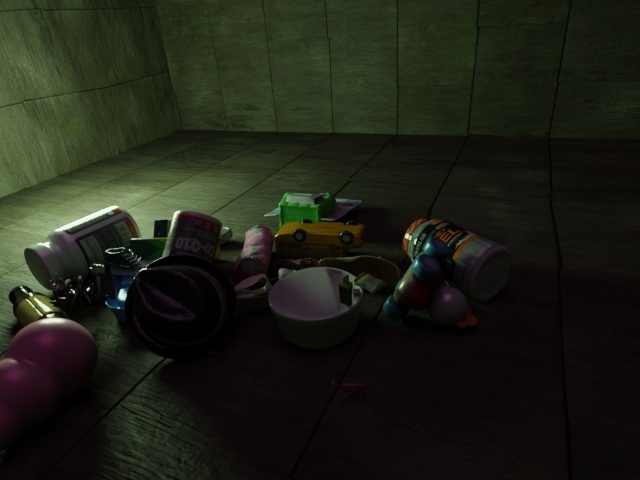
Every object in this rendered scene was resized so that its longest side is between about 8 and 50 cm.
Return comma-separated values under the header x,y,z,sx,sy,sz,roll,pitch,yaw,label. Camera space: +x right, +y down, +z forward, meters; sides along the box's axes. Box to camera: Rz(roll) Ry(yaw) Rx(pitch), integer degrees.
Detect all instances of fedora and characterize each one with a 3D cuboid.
x,y,z,sx,sy,sz,roll,pitch,yaw,label
-0.404,0.164,1.208,0.333,0.153,0.334,0,67,0,fedora

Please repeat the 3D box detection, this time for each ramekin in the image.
x,y,z,sx,sy,sz,roll,pitch,yaw,label
-0.008,0.197,1.254,0.272,0.127,0.273,-5,27,2,ramekin

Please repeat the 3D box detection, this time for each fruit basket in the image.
x,y,z,sx,sy,sz,roll,pitch,yaw,label
-0.025,-0.156,1.908,0.326,0.166,0.353,7,26,23,fruit basket

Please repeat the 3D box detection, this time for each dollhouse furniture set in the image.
x,y,z,sx,sy,sz,roll,pitch,yaw,label
0.109,0.116,1.190,0.076,0.059,0.151,21,36,39,dollhouse furniture set

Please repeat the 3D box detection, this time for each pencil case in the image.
x,y,z,sx,sy,sz,roll,pitch,yaw,label
-0.238,0.048,1.592,0.124,0.124,0.284,-4,27,3,pencil case

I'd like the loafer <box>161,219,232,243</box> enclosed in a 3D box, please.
x,y,z,sx,sy,sz,roll,pitch,yaw,label
-0.526,-0.039,1.823,0.319,0.112,0.112,0,27,10,loafer

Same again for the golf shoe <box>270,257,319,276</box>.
x,y,z,sx,sy,sz,roll,pitch,yaw,label
-0.087,0.099,1.545,0.185,0.068,0.086,-2,-7,20,golf shoe

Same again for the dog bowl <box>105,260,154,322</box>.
x,y,z,sx,sy,sz,roll,pitch,yaw,label
-0.620,0.172,1.475,0.165,0.074,0.297,-11,28,-11,dog bowl

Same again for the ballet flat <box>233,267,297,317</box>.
x,y,z,sx,sy,sz,roll,pitch,yaw,label
-0.149,0.150,1.387,0.348,0.123,0.123,-14,28,-17,ballet flat

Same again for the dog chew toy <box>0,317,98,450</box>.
x,y,z,sx,sy,sz,roll,pitch,yaw,label
-0.698,0.345,1.033,0.206,0.207,0.332,4,37,18,dog chew toy

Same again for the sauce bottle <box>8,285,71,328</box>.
x,y,z,sx,sy,sz,roll,pitch,yaw,label
-0.898,0.227,1.377,0.344,0.112,0.111,21,37,40,sauce bottle

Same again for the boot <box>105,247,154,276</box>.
x,y,z,sx,sy,sz,roll,pitch,yaw,label
-0.650,0.072,1.497,0.189,0.086,0.069,-1,27,10,boot

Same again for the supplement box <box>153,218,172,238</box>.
x,y,z,sx,sy,sz,roll,pitch,yaw,label
-0.625,-0.035,1.754,0.056,0.084,0.083,-3,-12,12,supplement box

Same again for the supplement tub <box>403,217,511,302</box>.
x,y,z,sx,sy,sz,roll,pitch,yaw,label
0.424,0.048,1.393,0.193,0.194,0.316,-20,30,-26,supplement tub

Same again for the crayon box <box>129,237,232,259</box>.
x,y,z,sx,sy,sz,roll,pitch,yaw,label
-0.510,0.034,1.620,0.318,0.081,0.202,-2,-4,8,crayon box

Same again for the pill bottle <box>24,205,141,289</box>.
x,y,z,sx,sy,sz,roll,pitch,yaw,label
-0.898,0.024,1.662,0.210,0.210,0.363,13,32,31,pill bottle

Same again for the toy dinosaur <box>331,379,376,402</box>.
x,y,z,sx,sy,sz,roll,pitch,yaw,label
0.070,0.341,1.024,0.082,0.090,0.047,32,24,-29,toy dinosaur

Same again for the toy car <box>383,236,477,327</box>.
x,y,z,sx,sy,sz,roll,pitch,yaw,label
0.344,0.159,1.248,0.237,0.219,0.210,35,38,10,toy car

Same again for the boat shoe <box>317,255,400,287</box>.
x,y,z,sx,sy,sz,roll,pitch,yaw,label
0.132,0.095,1.452,0.285,0.105,0.089,7,7,26,boat shoe

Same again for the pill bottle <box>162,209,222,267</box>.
x,y,z,sx,sy,sz,roll,pitch,yaw,label
-0.429,0.059,1.414,0.161,0.284,0.161,10,-13,2,pill bottle

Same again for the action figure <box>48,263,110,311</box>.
x,y,z,sx,sy,sz,roll,pitch,yaw,label
-0.759,0.152,1.364,0.163,0.141,0.275,-10,-2,-31,action figure

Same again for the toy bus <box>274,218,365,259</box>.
x,y,z,sx,sy,sz,roll,pitch,yaw,label
0.000,0.000,1.631,0.332,0.130,0.108,3,27,16,toy bus
